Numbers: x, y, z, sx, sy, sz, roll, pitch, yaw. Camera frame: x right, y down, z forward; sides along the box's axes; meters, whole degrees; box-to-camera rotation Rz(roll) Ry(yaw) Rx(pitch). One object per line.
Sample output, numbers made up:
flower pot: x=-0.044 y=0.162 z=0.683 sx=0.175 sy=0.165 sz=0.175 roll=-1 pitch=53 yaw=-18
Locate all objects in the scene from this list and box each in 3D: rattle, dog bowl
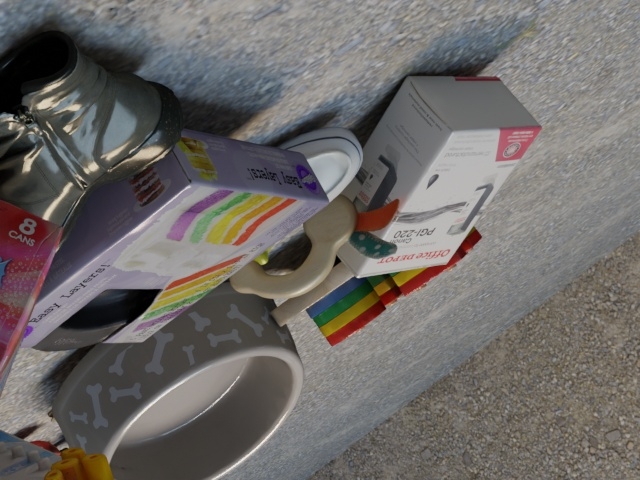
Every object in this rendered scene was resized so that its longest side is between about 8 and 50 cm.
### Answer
rattle: x=0.000 y=0.000 z=1.406 sx=0.200 sy=0.130 sz=0.143 roll=-16 pitch=156 yaw=8
dog bowl: x=-0.173 y=0.212 z=1.683 sx=0.349 sy=0.102 sz=0.348 roll=-27 pitch=148 yaw=-18

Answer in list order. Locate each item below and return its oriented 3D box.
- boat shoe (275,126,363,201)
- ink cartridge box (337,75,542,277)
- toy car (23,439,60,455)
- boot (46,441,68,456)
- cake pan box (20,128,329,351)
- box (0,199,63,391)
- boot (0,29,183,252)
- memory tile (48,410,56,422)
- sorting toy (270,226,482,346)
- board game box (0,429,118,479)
boat shoe: x=-0.053 y=-0.029 z=1.299 sx=0.226 sy=0.083 sz=0.076 roll=-33 pitch=-151 yaw=10
ink cartridge box: x=0.116 y=-0.069 z=1.414 sx=0.159 sy=0.092 sz=0.218 roll=-7 pitch=141 yaw=-43
toy car: x=-0.497 y=0.352 z=1.795 sx=0.225 sy=0.053 sz=0.239 roll=-18 pitch=160 yaw=-40
boot: x=-0.423 y=0.337 z=1.914 sx=0.087 sy=0.042 sz=0.118 roll=-30 pitch=165 yaw=7
cake pan box: x=-0.156 y=0.006 z=1.145 sx=0.267 sy=0.070 sz=0.246 roll=-35 pitch=161 yaw=20
box: x=-0.309 y=0.086 z=0.963 sx=0.300 sy=0.154 sz=0.142 roll=123 pitch=-11 yaw=-52
boot: x=-0.233 y=-0.059 z=0.950 sx=0.246 sy=0.083 sz=0.161 roll=-38 pitch=154 yaw=19
memory tile: x=-0.300 y=0.213 z=1.800 sx=0.148 sy=0.012 sz=0.113 roll=-31 pitch=165 yaw=4
sorting toy: x=0.090 y=0.039 z=1.722 sx=0.255 sy=0.089 sz=0.257 roll=-35 pitch=179 yaw=17
board game box: x=-0.448 y=0.277 z=1.297 sx=0.390 sy=0.050 sz=0.390 roll=-21 pitch=-166 yaw=-32
